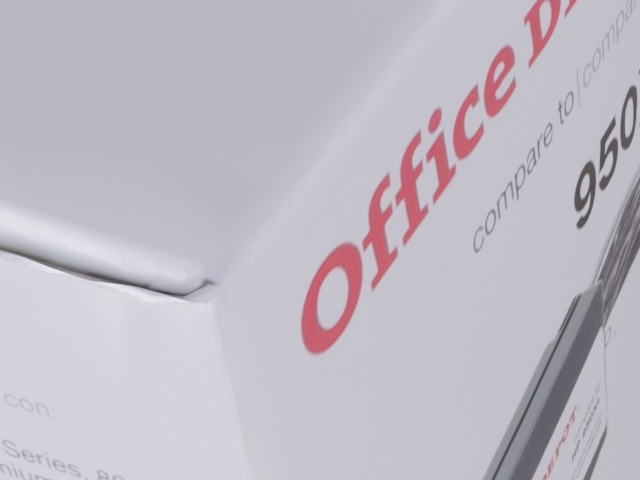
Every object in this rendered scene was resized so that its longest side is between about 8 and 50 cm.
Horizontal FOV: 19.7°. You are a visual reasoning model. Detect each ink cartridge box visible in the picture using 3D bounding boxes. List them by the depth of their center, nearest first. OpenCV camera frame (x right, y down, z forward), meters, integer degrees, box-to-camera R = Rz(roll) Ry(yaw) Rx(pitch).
[{"bbox_3d":[-0.001,0.045,0.596,0.166,0.285,0.395,15,138,25],"label":"ink cartridge box"}]
